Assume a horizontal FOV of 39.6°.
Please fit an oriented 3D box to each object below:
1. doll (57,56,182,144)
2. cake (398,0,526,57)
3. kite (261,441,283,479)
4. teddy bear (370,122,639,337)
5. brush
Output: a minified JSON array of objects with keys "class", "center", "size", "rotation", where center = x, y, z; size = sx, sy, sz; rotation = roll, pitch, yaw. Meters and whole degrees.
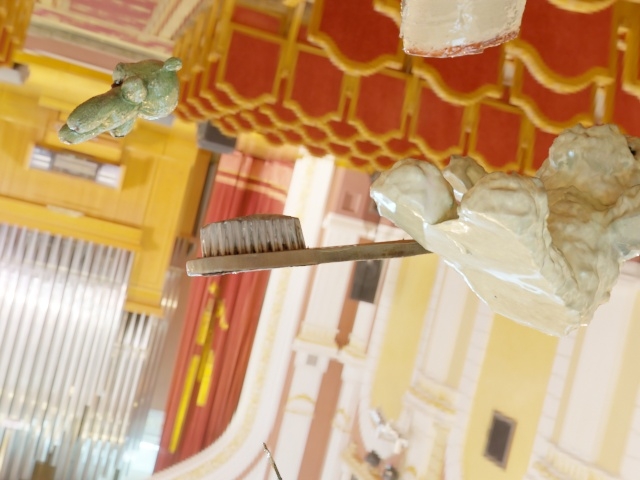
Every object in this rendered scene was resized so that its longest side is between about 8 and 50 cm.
[{"class":"doll","center":[-0.222,-0.158,0.984],"size":[0.077,0.150,0.115],"rotation":[50,146,6]},{"class":"cake","center":[0.200,-0.388,1.191],"size":[0.159,0.262,0.158],"rotation":[7,151,6]},{"class":"kite","center":[-0.007,0.301,0.819],"size":[0.012,0.250,0.229],"rotation":[-21,179,-20]},{"class":"teddy bear","center":[0.295,-0.085,1.067],"size":[0.327,0.362,0.375],"rotation":[14,156,48]},{"class":"brush","center":[0.000,0.000,1.006],"size":[0.327,0.065,0.070],"rotation":[-3,176,-33]}]
